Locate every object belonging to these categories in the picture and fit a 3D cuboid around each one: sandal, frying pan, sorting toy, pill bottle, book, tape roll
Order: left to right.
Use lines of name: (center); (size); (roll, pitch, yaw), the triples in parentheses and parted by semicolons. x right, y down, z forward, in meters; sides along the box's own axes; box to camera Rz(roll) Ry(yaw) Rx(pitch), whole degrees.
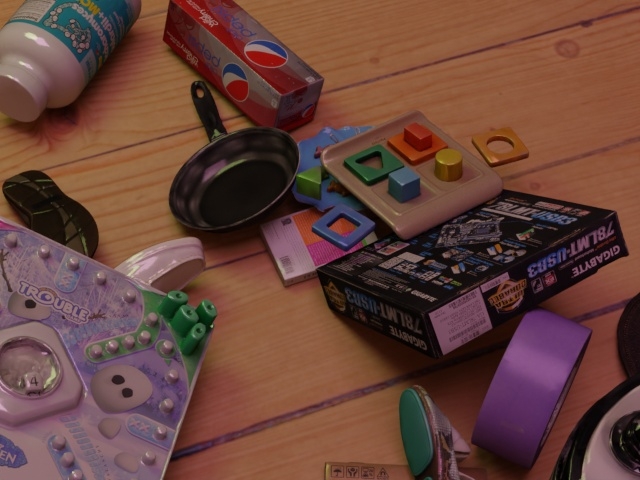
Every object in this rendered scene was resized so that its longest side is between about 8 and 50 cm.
sandal: (-0.369, -0.020, 1.894); (0.090, 0.060, 0.219); (-25, 44, -27)
pill bottle: (-0.384, -0.295, 2.039); (0.146, 0.146, 0.264); (21, 56, 12)
frying pan: (-0.153, -0.105, 1.966); (0.197, 0.053, 0.326); (-41, 42, -15)
book: (0.000, 0.000, 1.910); (0.144, 0.035, 0.096); (-17, 59, -15)
sorting toy: (0.125, -0.103, 1.887); (0.347, 0.047, 0.196); (-25, 50, -24)
tape roll: (0.258, 0.178, 1.691); (0.080, 0.189, 0.189); (23, 55, 13)

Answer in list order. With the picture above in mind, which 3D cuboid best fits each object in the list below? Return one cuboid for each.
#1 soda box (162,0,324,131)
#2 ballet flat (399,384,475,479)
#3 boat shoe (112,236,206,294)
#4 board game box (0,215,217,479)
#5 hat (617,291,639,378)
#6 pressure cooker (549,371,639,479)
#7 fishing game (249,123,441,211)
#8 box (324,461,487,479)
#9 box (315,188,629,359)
soda box: (-0.118, -0.270, 2.065); (0.092, 0.083, 0.263); (-26, 57, -36)
ballet flat: (0.148, 0.279, 1.663); (0.079, 0.077, 0.221); (5, 55, -22)
boat shoe: (-0.254, 0.098, 1.787); (0.277, 0.098, 0.096); (-33, 61, -14)
board game box: (-0.335, 0.144, 1.589); (0.390, 0.050, 0.390); (26, 47, -11)
hat: (0.560, 0.120, 1.788); (0.331, 0.134, 0.331); (2, 54, -2)
pressure cooker: (0.397, 0.333, 1.439); (0.375, 0.420, 0.370); (-4, 53, -7)
fishing game: (0.036, -0.109, 1.954); (0.264, 0.041, 0.189); (-1, 44, 10)
box: (0.103, 0.344, 1.663); (0.201, 0.021, 0.164); (3, 53, -1)
box: (0.186, 0.029, 1.772); (0.293, 0.073, 0.295); (-24, 19, -21)
